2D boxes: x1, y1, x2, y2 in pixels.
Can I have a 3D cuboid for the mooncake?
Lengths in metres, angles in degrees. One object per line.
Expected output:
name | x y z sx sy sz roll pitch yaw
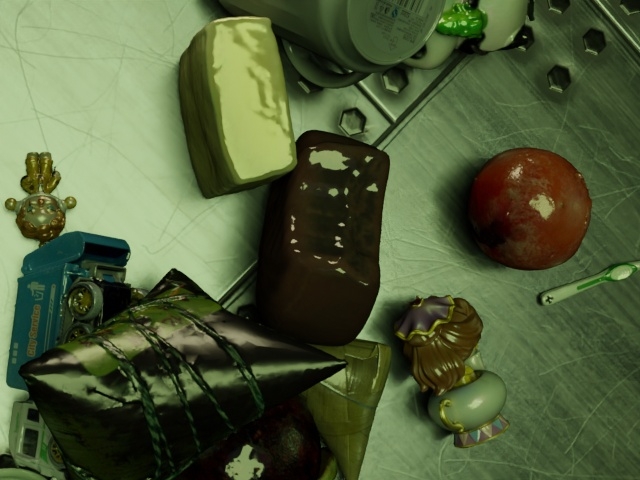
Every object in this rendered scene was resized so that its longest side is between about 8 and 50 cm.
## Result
mooncake | 0.000 0.000 1.859 0.174 0.334 0.326 13 97 -7

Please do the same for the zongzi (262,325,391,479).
zongzi | -0.017 0.267 1.965 0.228 0.115 0.256 12 96 -9

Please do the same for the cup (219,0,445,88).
cup | 0.017 -0.370 1.865 0.236 0.327 0.323 -30 130 -27

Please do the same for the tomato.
tomato | 0.340 -0.051 2.012 0.184 0.208 0.208 -7 90 -14

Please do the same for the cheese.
cheese | -0.134 -0.199 1.861 0.123 0.265 0.243 -14 91 -15

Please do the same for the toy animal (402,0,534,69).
toy animal | 0.209 -0.390 1.991 0.266 0.212 0.213 -13 91 -19

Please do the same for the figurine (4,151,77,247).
figurine | -0.440 -0.065 1.881 0.101 0.068 0.143 -26 82 -18

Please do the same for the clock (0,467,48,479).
clock | -0.503 0.429 1.812 0.236 0.053 0.236 -19 126 -27

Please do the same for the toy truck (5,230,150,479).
toy truck | -0.363 0.173 1.817 0.146 0.175 0.367 15 80 -58

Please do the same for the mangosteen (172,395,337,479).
mangosteen | -0.120 0.337 1.847 0.288 0.288 0.288 1 87 -15

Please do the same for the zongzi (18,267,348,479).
zongzi | -0.169 0.202 1.644 0.383 0.362 0.319 -51 138 -38

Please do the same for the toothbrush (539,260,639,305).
toothbrush | 0.523 0.058 2.148 0.303 0.030 0.030 -18 92 -15

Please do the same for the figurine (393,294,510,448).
figurine | 0.216 0.205 1.999 0.142 0.189 0.263 -20 98 26
